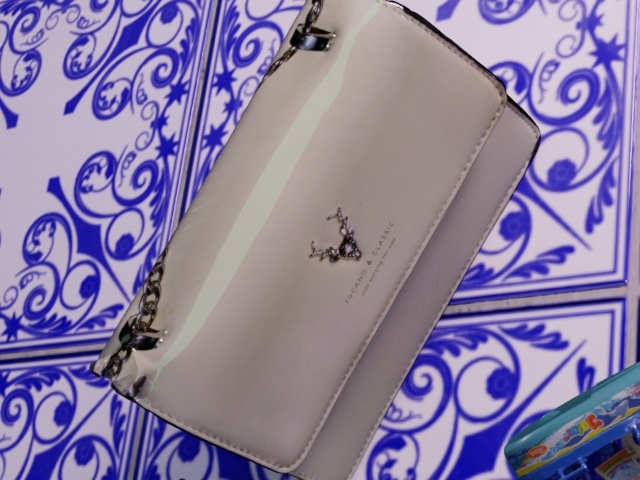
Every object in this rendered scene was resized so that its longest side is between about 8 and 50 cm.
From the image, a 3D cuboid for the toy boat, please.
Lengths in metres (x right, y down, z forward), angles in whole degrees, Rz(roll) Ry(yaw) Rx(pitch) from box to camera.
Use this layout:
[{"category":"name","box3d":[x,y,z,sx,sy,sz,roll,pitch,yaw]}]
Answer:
[{"category":"toy boat","box3d":[0.227,0.146,0.960,0.175,0.091,0.110,-34,85,17]}]

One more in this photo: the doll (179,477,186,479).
[{"category":"doll","box3d":[-0.081,0.291,1.101,0.186,0.106,0.134,20,70,43]}]

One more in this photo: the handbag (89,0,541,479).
[{"category":"handbag","box3d":[0.000,0.000,1.095,0.160,0.236,0.358,27,86,45]}]
